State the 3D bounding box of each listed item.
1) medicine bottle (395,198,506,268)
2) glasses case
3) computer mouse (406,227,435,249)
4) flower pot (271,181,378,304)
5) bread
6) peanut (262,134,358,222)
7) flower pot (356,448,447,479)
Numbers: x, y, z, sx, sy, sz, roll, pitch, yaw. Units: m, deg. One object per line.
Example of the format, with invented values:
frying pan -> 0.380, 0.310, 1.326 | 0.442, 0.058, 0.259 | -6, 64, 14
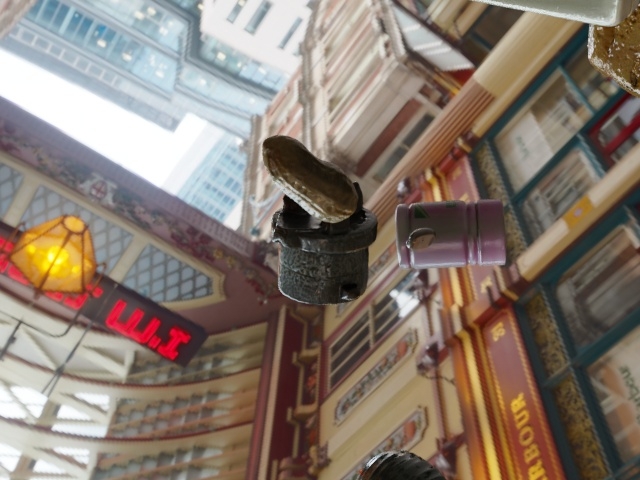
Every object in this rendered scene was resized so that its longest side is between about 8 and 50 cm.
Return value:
medicine bottle -> 0.401, -0.020, 2.202 | 0.212, 0.325, 0.212 | -4, -90, -78
glasses case -> 0.333, -0.426, 1.098 | 0.312, 0.131, 0.070 | 26, -126, 35
computer mouse -> 0.274, -0.007, 1.963 | 0.096, 0.066, 0.039 | -8, -135, -32
flower pot -> 0.000, 0.000, 1.828 | 0.298, 0.283, 0.299 | 3, -159, -1
bread -> 0.689, -0.461, 1.461 | 0.147, 0.328, 0.337 | -18, -138, -14
peanut -> -0.025, -0.130, 1.462 | 0.236, 0.110, 0.120 | 39, -110, -12
flower pot -> 0.164, 0.488, 1.297 | 0.243, 0.157, 0.189 | 23, 154, 55
